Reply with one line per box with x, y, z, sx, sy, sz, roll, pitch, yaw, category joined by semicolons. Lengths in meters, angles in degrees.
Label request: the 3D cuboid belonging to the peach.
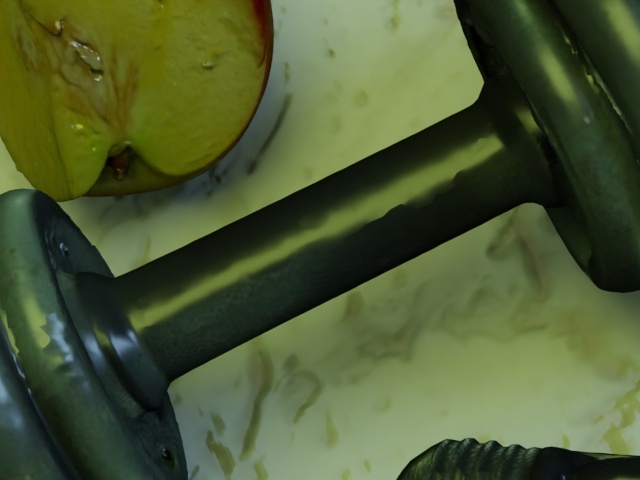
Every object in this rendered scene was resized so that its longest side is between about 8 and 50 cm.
-0.086;-0.088;0.682;0.151;0.151;0.118;-5;21;14;peach

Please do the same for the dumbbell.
0.000;0.000;0.577;0.406;0.179;0.179;-26;62;2;dumbbell

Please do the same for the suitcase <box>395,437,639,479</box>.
0.089;0.217;0.483;0.202;0.128;0.312;6;68;19;suitcase
